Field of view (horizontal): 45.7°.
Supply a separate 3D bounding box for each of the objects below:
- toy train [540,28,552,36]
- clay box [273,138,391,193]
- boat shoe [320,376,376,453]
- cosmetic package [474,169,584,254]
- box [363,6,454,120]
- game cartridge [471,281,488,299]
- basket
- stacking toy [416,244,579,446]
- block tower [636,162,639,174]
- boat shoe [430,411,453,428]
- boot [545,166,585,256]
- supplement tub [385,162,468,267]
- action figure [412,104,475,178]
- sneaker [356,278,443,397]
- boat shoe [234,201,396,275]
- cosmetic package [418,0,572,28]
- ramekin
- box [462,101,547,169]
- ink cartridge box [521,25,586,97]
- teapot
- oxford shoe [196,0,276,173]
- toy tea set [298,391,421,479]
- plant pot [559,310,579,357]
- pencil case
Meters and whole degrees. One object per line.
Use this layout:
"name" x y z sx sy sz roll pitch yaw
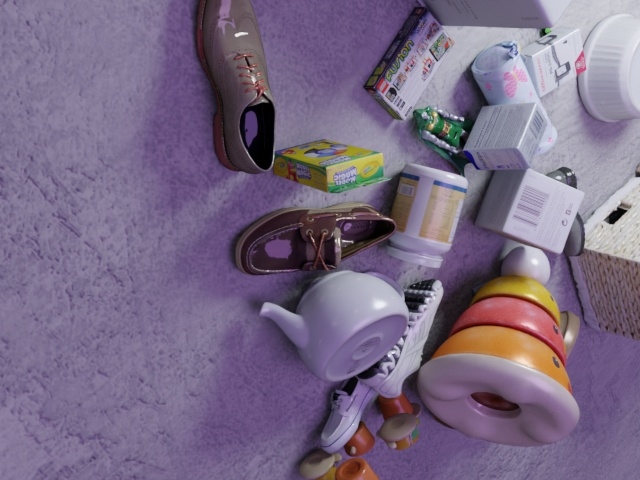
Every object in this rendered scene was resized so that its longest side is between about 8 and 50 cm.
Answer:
"toy train" 0.533 -0.491 1.789 0.024 0.017 0.083 -54 126 -22
"clay box" 0.019 -0.139 1.409 0.127 0.222 0.053 -18 112 -30
"boat shoe" 0.055 0.354 1.670 0.076 0.083 0.226 45 64 -23
"cosmetic package" 0.472 -0.071 1.734 0.151 0.183 0.151 21 93 -10
"box" 0.186 -0.366 1.574 0.114 0.036 0.207 38 81 -35
"game cartridge" 0.401 0.146 1.877 0.056 0.017 0.083 -22 115 -24
"basket" 0.886 0.066 2.034 0.328 0.266 0.331 -39 123 -21
"stacking toy" 0.440 0.196 1.752 0.351 0.350 0.480 48 49 -34
"block tower" 0.994 -0.305 2.110 0.097 0.091 0.336 27 87 -37
"boat shoe" 0.380 0.408 1.904 0.285 0.089 0.105 12 122 -33
"boot" 0.570 -0.054 1.909 0.161 0.083 0.247 -22 109 -20
"supplement tub" 0.223 -0.053 1.620 0.144 0.144 0.200 11 97 -36
"action figure" 0.279 -0.232 1.658 0.232 0.063 0.137 22 80 -40
"sneaker" 0.189 0.214 1.678 0.118 0.110 0.292 46 68 -28
"boat shoe" 0.000 0.000 1.495 0.341 0.123 0.123 -12 109 -31
"cosmetic package" 0.349 -0.655 1.426 0.394 0.327 0.329 -53 125 -10
"ramekin" 0.785 -0.431 1.909 0.272 0.127 0.273 -10 108 -32
"box" 0.398 -0.223 1.634 0.072 0.137 0.126 44 63 -38
"ink cartridge box" 0.536 -0.416 1.768 0.150 0.063 0.109 -32 122 -15
"teapot" 0.045 0.149 1.541 0.252 0.187 0.256 -39 150 2
"oxford shoe" -0.127 -0.285 1.324 0.122 0.130 0.349 -20 114 -29
"toy tea set" 0.123 0.472 1.670 0.336 0.200 0.124 -36 112 -27
"plant pot" 0.544 0.266 1.921 0.109 0.237 0.237 30 84 5
"pencil case" 0.441 -0.315 1.717 0.124 0.113 0.273 -53 126 -28
